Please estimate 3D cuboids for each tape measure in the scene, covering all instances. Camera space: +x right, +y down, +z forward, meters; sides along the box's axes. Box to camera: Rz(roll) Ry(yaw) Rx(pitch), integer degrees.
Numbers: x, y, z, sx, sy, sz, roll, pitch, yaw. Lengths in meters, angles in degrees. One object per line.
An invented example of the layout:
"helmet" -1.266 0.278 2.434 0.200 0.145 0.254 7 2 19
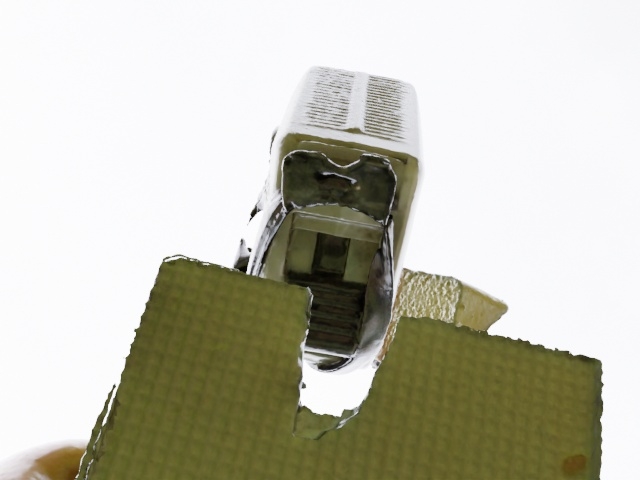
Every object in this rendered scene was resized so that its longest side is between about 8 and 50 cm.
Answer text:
"tape measure" 0.000 0.000 0.728 0.133 0.271 0.231 10 -67 -2

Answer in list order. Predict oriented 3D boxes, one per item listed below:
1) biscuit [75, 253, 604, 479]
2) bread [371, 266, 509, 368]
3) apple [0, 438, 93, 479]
"biscuit" 0.017 0.097 0.471 0.250 0.046 0.147 12 -122 -2
"bread" 0.136 0.103 1.397 0.178 0.266 0.142 -26 -70 -37
"apple" -0.280 0.396 1.001 0.364 0.364 0.364 -2 -84 -22
